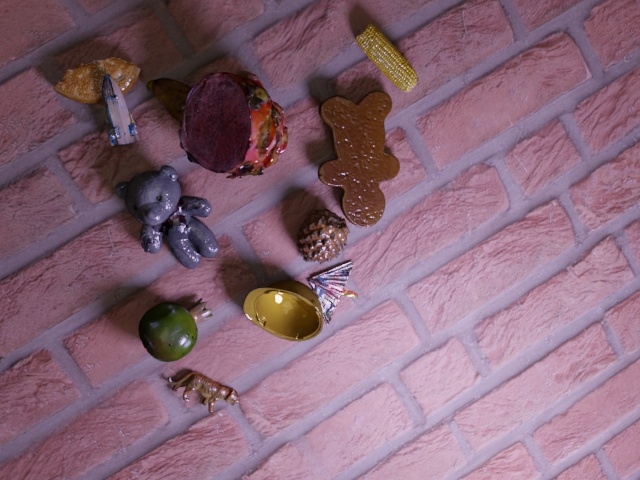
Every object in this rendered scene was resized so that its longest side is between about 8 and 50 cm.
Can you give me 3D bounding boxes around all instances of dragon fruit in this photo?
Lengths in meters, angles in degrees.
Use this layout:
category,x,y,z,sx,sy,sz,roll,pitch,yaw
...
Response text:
category,x,y,z,sx,sy,sz,roll,pitch,yaw
dragon fruit,-0.223,-0.339,1.308,0.314,0.263,0.296,23,113,29

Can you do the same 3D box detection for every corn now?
category,x,y,z,sx,sy,sz,roll,pitch,yaw
corn,0.213,-0.576,1.417,0.248,0.081,0.081,44,89,-10

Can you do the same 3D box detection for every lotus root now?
category,x,y,z,sx,sy,sz,roll,pitch,yaw
lotus root,-0.438,-0.429,1.337,0.191,0.094,0.108,37,55,-5

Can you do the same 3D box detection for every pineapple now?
category,x,y,z,sx,sy,sz,roll,pitch,yaw
pineapple,0.000,0.000,1.419,0.166,0.166,0.193,30,120,-10

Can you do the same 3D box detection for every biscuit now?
category,x,y,z,sx,sy,sz,roll,pitch,yaw
biscuit,0.118,-0.254,1.446,0.283,0.064,0.431,-10,99,-16

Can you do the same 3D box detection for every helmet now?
category,x,y,z,sx,sy,sz,roll,pitch,yaw
helmet,-0.102,0.198,1.429,0.257,0.140,0.205,23,125,-1

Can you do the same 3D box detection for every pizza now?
category,x,y,z,sx,sy,sz,roll,pitch,yaw
pizza,-0.650,-0.468,1.316,0.247,0.058,0.127,-28,102,-5

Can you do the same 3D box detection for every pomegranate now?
category,x,y,z,sx,sy,sz,roll,pitch,yaw
pomegranate,-0.442,0.264,1.380,0.225,0.187,0.187,-35,101,-32

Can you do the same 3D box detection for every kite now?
category,x,y,z,sx,sy,sz,roll,pitch,yaw
kite,0.040,0.173,1.508,0.184,0.014,0.241,16,94,-12

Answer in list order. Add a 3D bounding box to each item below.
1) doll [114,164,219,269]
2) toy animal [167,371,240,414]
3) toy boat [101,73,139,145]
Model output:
category,x,y,z,sx,sy,sz,roll,pitch,yaw
doll,-0.448,-0.060,1.340,0.246,0.158,0.340,-27,102,8
toy animal,-0.382,0.491,1.466,0.241,0.057,0.099,32,84,-9
toy boat,-0.593,-0.378,1.306,0.085,0.066,0.210,-19,116,-28
